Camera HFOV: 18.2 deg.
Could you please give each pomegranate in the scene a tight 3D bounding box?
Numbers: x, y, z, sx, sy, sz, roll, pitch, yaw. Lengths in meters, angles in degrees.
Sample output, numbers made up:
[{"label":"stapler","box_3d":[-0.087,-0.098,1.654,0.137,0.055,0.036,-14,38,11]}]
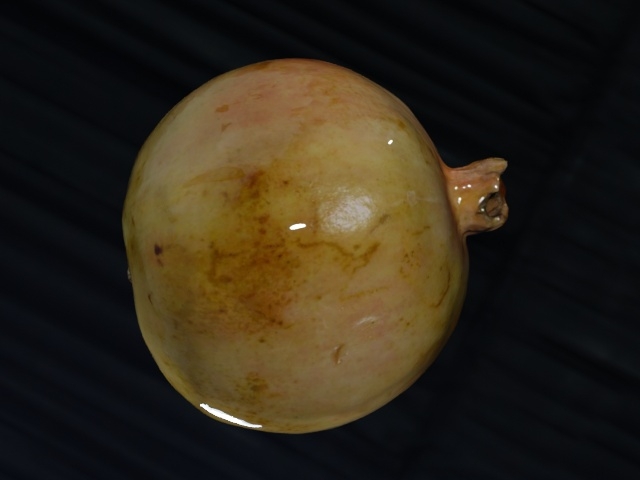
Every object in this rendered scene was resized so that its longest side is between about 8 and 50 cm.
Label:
[{"label":"pomegranate","box_3d":[0.000,0.000,1.364,0.229,0.270,0.252,-98,176,-66]}]
